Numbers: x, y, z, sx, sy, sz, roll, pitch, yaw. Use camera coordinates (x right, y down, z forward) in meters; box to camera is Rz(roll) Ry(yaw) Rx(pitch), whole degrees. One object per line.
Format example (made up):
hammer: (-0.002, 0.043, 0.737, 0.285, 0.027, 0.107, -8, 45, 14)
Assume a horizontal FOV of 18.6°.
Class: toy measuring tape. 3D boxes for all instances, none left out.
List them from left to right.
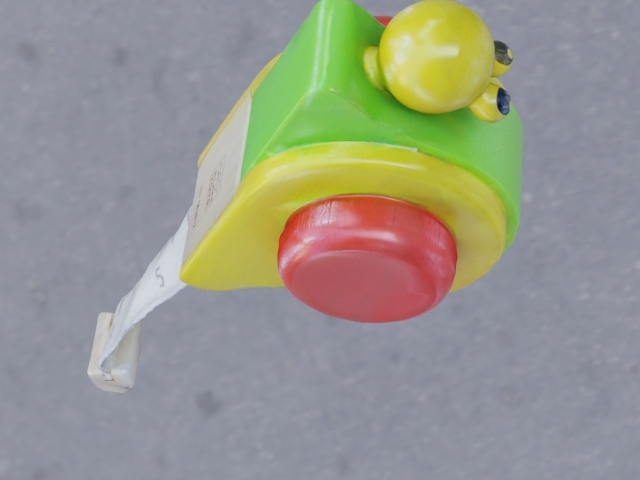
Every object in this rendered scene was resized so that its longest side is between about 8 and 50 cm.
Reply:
toy measuring tape: (0.000, 0.000, 0.822, 0.121, 0.121, 0.330, 61, 147, 13)
